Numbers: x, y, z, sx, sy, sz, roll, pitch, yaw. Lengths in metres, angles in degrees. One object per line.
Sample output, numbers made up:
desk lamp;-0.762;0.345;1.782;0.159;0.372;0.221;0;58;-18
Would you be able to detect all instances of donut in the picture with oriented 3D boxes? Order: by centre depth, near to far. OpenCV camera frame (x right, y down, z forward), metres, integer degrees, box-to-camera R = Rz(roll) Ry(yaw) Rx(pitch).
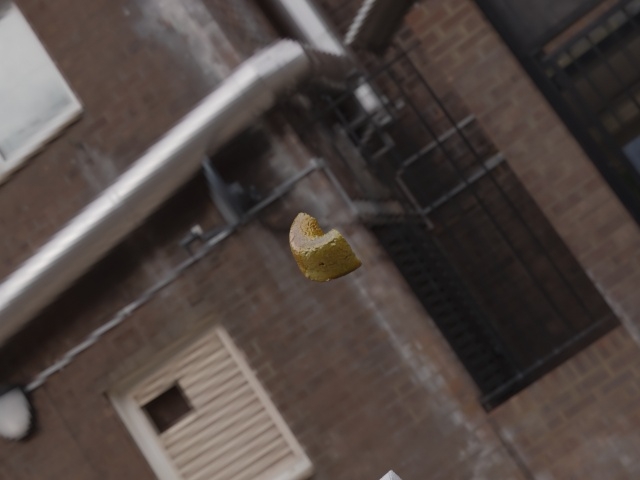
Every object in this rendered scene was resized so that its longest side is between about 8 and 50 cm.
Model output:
donut;0.000;0.000;1.196;0.067;0.083;0.038;-25;-51;20

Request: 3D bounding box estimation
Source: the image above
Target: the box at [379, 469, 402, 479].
box;0.014;0.257;0.998;0.154;0.040;0.084;-43;15;8
